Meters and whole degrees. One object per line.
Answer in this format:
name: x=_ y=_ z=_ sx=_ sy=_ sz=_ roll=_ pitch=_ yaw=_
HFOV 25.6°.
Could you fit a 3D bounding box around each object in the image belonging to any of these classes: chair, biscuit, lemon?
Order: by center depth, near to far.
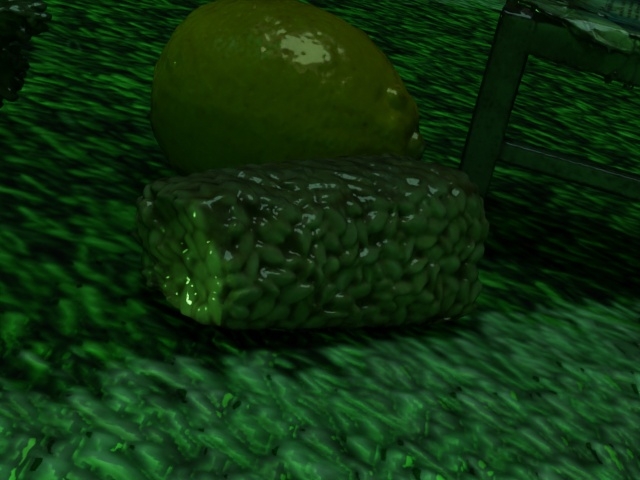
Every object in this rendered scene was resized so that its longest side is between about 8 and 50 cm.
biscuit: x=0.000 y=0.000 z=0.625 sx=0.168 sy=0.070 sz=0.082 roll=-3 pitch=17 yaw=-36
lemon: x=-0.019 y=-0.066 z=0.724 sx=0.155 sy=0.114 sz=0.114 roll=23 pitch=21 yaw=19
chair: x=0.172 y=-0.122 z=0.781 sx=0.136 sy=0.270 sz=0.147 roll=18 pitch=18 yaw=7

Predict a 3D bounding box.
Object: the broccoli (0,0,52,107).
broccoli: x=-0.198 y=-0.079 z=0.682 sx=0.122 sy=0.118 sz=0.204 roll=38 pitch=22 yaw=-33
